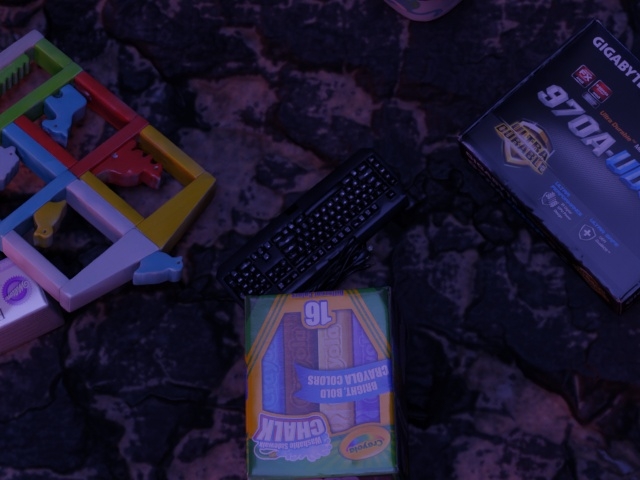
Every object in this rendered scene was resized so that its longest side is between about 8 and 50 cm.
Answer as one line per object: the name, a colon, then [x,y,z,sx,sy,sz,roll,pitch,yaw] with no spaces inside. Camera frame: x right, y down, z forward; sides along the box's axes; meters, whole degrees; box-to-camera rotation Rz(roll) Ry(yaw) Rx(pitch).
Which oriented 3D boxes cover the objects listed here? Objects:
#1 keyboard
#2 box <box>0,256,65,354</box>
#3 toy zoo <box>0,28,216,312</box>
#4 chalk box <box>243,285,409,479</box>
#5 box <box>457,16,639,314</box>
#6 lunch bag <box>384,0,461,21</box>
keyboard: [0.000,0.000,1.805,0.192,0.038,0.100,-41,72,-5]
box: [-0.399,0.112,1.812,0.324,0.067,0.063,-26,71,0]
toy zoo: [-0.235,-0.057,1.823,0.293,0.030,0.192,39,60,17]
chalk box: [0.007,0.162,1.703,0.132,0.132,0.213,-3,71,7]
box: [0.261,-0.068,1.781,0.175,0.051,0.220,-40,71,-5]
lunch bag: [0.115,-0.329,1.866,0.219,0.090,0.176,-45,75,-6]
